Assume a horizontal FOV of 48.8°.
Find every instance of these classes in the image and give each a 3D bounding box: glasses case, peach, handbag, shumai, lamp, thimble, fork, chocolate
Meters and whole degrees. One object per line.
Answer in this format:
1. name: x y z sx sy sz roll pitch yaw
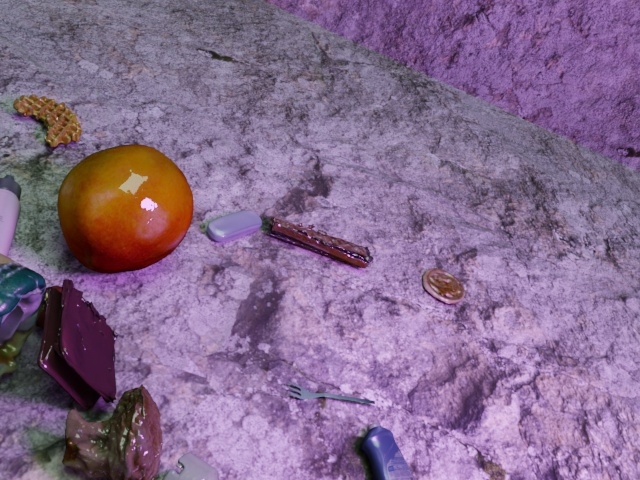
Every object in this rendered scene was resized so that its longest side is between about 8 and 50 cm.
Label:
1. glasses case: -0.241 -0.042 1.988 0.178 0.045 0.067 -22 60 -44
2. peach: -0.471 -0.070 1.692 0.307 0.308 0.332 29 54 -2
3. handbag: -0.492 0.213 1.437 0.073 0.203 0.216 -20 47 3
4. shumai: -0.399 0.383 1.358 0.175 0.166 0.206 -5 31 0
5. lamp: -0.581 0.146 1.529 0.101 0.090 0.101 -11 51 13
6. thimble: -0.645 0.152 1.322 0.167 0.288 0.254 26 52 -2
7. fork: 0.025 0.380 1.710 0.235 0.021 0.039 16 44 -20
8. chocolate: -0.002 0.006 2.077 0.329 0.065 0.102 21 20 -13

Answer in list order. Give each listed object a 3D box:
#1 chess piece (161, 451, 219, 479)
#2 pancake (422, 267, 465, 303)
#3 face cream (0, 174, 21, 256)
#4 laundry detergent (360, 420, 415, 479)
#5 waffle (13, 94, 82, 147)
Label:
1. chess piece: -0.162 0.528 1.312 0.299 0.195 0.194 31 37 16
2. pancake: 0.385 0.143 2.197 0.151 0.025 0.152 19 38 -15
3. face cream: -0.750 -0.048 1.634 0.092 0.092 0.311 13 42 -20
4. laundry detergent: 0.153 0.506 1.618 0.096 0.061 0.206 2 46 -28
5. waffle: -0.761 -0.336 1.980 0.149 0.051 0.194 -19 64 -43
